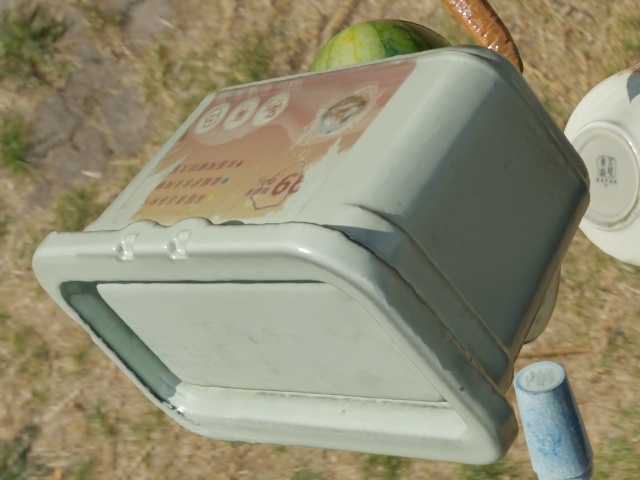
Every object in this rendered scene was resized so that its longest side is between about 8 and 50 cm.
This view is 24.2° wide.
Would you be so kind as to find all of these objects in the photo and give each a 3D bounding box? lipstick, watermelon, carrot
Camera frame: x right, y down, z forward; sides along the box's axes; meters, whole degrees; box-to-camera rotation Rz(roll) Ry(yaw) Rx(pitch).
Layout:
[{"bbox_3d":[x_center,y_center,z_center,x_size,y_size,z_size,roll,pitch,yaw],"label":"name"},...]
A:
[{"bbox_3d":[0.275,0.260,1.674,0.068,0.061,0.274,-1,123,30],"label":"lipstick"},{"bbox_3d":[0.073,-0.118,1.515,0.188,0.188,0.215,-22,80,19],"label":"watermelon"},{"bbox_3d":[0.178,-0.276,1.762,0.057,0.057,0.224,-38,76,14],"label":"carrot"}]

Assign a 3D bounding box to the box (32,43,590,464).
[{"bbox_3d":[0.000,0.000,0.865,0.311,0.175,0.182,-3,45,50],"label":"box"}]

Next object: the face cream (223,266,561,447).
[{"bbox_3d":[0.042,0.082,1.310,0.348,0.174,0.081,-18,53,-18],"label":"face cream"}]

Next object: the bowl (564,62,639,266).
[{"bbox_3d":[0.401,-0.090,1.877,0.277,0.145,0.277,22,118,51],"label":"bowl"}]
